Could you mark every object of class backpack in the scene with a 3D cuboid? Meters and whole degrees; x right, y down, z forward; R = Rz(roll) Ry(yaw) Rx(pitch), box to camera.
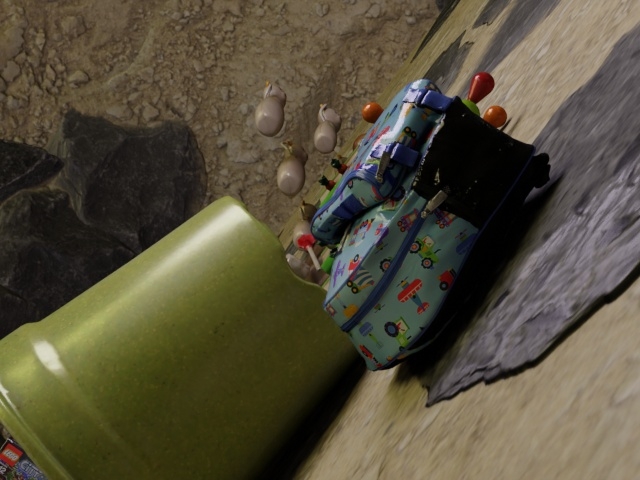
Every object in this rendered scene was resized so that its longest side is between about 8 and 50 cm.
[{"bbox_3d":[0.057,-0.002,0.919,0.173,0.117,0.158,-59,5,-18],"label":"backpack"}]

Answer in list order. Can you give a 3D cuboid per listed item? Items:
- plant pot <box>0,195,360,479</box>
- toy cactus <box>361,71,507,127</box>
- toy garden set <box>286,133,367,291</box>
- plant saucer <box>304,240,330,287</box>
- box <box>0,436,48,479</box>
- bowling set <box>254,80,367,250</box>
[{"bbox_3d":[-0.110,0.108,1.122,0.254,0.276,0.276,-43,4,-5],"label":"plant pot"},{"bbox_3d":[0.087,-0.063,1.257,0.219,0.112,0.180,-27,36,61],"label":"toy cactus"},{"bbox_3d":[0.000,0.000,1.527,0.204,0.049,0.244,-52,19,25],"label":"toy garden set"},{"bbox_3d":[0.053,-0.033,1.678,0.278,0.041,0.278,-53,4,5],"label":"plant saucer"},{"bbox_3d":[-0.497,0.475,2.317,0.159,0.233,0.044,-55,4,-6],"label":"box"},{"bbox_3d":[0.016,-0.137,2.231,0.200,0.287,0.154,-10,24,8],"label":"bowling set"}]
